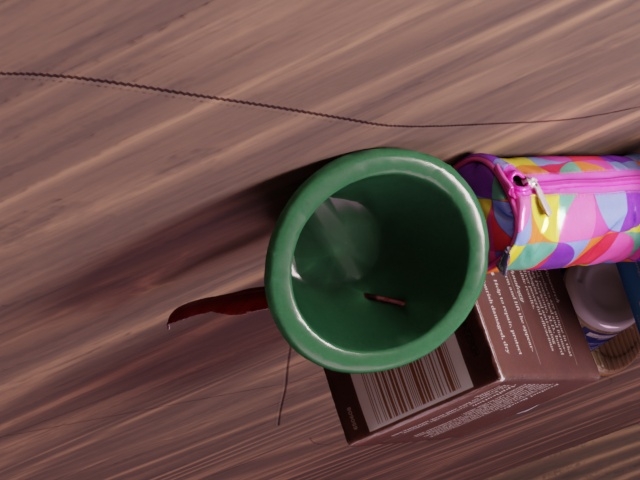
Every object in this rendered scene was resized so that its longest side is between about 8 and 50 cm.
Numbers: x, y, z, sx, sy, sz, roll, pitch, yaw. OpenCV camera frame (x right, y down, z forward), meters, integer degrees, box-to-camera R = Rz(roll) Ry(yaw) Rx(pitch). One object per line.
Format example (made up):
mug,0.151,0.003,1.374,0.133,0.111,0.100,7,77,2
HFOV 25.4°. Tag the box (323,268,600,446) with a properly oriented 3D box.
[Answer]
box,0.116,0.078,1.284,0.168,0.167,0.203,-28,161,29

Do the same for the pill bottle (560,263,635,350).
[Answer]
pill bottle,0.286,0.082,1.605,0.094,0.094,0.169,-11,162,-22

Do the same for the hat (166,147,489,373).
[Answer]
hat,0.000,0.000,1.122,0.208,0.173,0.183,-6,-165,-21

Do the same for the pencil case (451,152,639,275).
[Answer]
pencil case,0.198,-0.024,1.172,0.236,0.104,0.104,-4,158,-43

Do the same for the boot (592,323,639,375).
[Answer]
boot,0.285,0.157,1.919,0.248,0.090,0.207,-9,173,-33

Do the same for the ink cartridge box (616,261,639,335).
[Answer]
ink cartridge box,0.473,0.009,1.323,0.285,0.166,0.395,-17,175,-5
